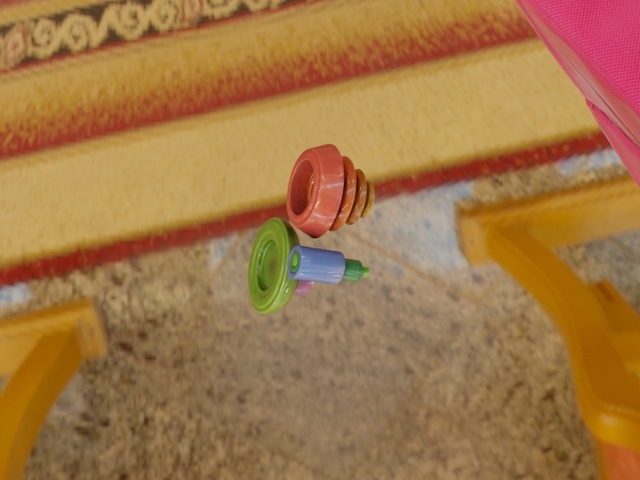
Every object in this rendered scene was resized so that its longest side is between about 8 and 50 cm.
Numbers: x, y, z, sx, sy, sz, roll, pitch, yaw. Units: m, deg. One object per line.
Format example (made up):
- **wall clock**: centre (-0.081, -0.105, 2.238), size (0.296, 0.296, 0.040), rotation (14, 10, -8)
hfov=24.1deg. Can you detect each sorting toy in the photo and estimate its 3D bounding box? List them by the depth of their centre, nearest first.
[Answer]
- **sorting toy**: centre (0.000, 0.000, 0.777), size (0.042, 0.061, 0.102), rotation (10, 127, -25)

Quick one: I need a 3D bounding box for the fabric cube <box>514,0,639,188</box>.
- **fabric cube**: centre (0.290, -0.077, 0.720), size (0.254, 0.258, 0.259), rotation (-40, 138, 6)
